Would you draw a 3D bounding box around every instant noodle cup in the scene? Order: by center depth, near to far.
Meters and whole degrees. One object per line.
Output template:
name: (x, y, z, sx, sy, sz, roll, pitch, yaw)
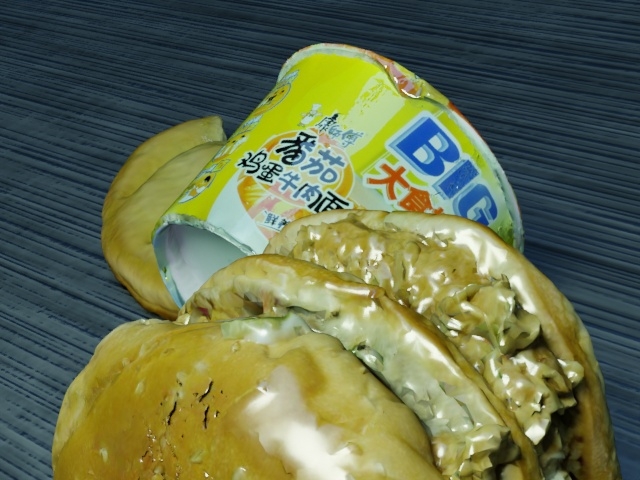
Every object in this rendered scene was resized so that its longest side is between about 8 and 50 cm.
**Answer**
instant noodle cup: (0.000, 0.000, 0.831, 0.205, 0.205, 0.153, 20, 53, 44)

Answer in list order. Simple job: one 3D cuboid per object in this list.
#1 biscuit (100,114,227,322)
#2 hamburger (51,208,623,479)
biscuit: (-0.094, -0.018, 1.038, 0.154, 0.045, 0.299, -26, 32, -15)
hamburger: (0.018, 0.117, 0.605, 0.211, 0.245, 0.260, -27, 73, -38)
